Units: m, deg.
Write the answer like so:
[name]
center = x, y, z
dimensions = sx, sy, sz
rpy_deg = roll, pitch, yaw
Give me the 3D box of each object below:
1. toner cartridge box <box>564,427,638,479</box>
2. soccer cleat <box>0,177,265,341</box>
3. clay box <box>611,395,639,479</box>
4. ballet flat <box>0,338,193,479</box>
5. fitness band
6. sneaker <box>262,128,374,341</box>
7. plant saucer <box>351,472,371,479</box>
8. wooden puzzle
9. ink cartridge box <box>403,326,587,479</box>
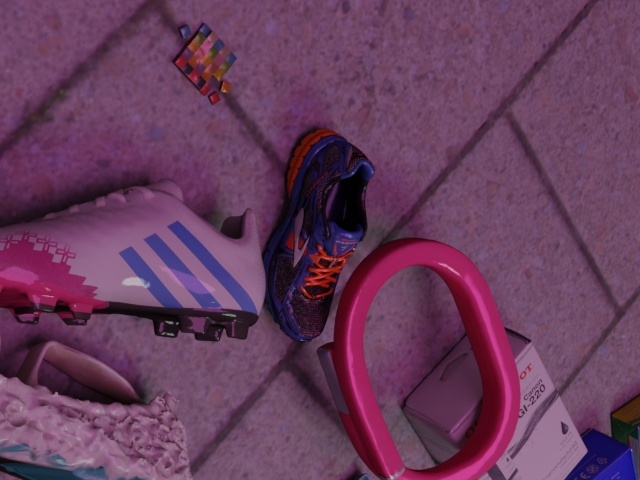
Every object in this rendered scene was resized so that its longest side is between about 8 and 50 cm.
[toner cartridge box]
center = 0.285, 0.416, 1.566
dimensions = 0.348, 0.075, 0.165
rpy_deg = -31, 122, -26
[soccer cleat]
center = -0.194, 0.007, 1.059
dimensions = 0.331, 0.116, 0.143
rpy_deg = 11, 76, -38
[clay box]
center = 0.516, 0.263, 1.712
dimensions = 0.222, 0.053, 0.127
rpy_deg = -26, 119, -29
[ballet flat]
center = -0.278, 0.143, 1.030
dimensions = 0.409, 0.147, 0.147
rpy_deg = 28, 86, -43
[fitness band]
center = 0.113, 0.138, 1.273
dimensions = 0.209, 0.054, 0.291
rpy_deg = -29, 109, -24
[sneaker]
center = 0.000, 0.000, 1.205
dimensions = 0.083, 0.087, 0.221
rpy_deg = 1, 104, -37
[plant saucer]
center = -0.008, 0.348, 1.354
dimensions = 0.192, 0.018, 0.067
rpy_deg = -39, 124, -23
[wooden puzzle]
center = -0.109, -0.170, 1.119
dimensions = 0.049, 0.006, 0.083
rpy_deg = -53, 128, -12
[ink cartridge box]
center = 0.217, 0.231, 1.445
dimensions = 0.158, 0.092, 0.218
rpy_deg = -45, 124, -19
